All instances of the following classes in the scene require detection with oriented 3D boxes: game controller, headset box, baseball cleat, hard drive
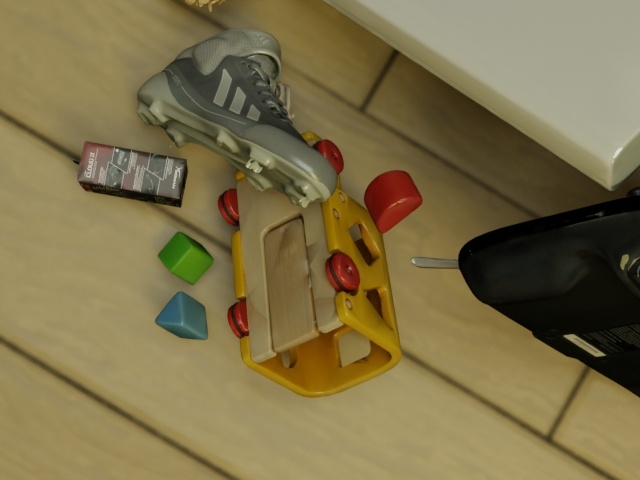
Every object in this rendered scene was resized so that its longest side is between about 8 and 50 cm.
[{"bbox_3d":[0.225,0.046,0.948,0.166,0.319,0.067,-5,68,35],"label":"game controller"},{"bbox_3d":[-0.141,-0.049,1.049,0.083,0.062,0.032,11,84,-3],"label":"headset box"},{"bbox_3d":[-0.047,-0.098,1.010,0.206,0.072,0.109,28,72,38],"label":"baseball cleat"},{"bbox_3d":[0.132,-0.181,0.916,0.203,0.040,0.307,-41,59,-17],"label":"hard drive"}]

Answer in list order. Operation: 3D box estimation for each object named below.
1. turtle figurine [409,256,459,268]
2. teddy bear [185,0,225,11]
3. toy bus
[{"bbox_3d":[0.240,-0.058,1.011,0.274,0.266,0.198,-16,62,29],"label":"turtle figurine"},{"bbox_3d":[0.029,-0.276,1.056,0.338,0.113,0.245,8,83,-4],"label":"teddy bear"},{"bbox_3d":[-0.003,0.012,1.033,0.104,0.191,0.202,36,83,-44],"label":"toy bus"}]
